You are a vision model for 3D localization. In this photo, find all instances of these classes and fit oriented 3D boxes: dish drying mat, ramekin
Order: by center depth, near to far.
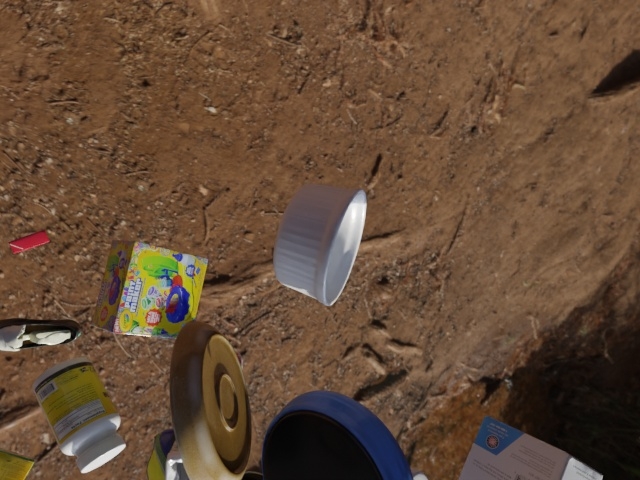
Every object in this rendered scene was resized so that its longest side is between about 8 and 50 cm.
[{"bbox_3d":[0.000,0.000,1.055,0.277,0.135,0.277,16,90,-75],"label":"ramekin"},{"bbox_3d":[-0.729,0.003,1.141,0.083,0.008,0.032,-24,102,-22],"label":"dish drying mat"}]

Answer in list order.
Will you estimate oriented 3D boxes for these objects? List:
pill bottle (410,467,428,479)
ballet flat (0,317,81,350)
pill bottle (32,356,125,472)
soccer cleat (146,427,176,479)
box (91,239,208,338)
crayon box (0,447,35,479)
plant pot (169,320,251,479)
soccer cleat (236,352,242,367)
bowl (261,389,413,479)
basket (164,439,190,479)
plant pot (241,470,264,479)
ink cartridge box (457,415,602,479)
[{"bbox_3d":[0.127,0.655,1.186,0.161,0.283,0.161,10,77,-48],"label":"pill bottle"},{"bbox_3d":[-0.860,0.277,1.344,0.280,0.096,0.095,-1,99,-37],"label":"ballet flat"},{"bbox_3d":[-0.785,0.571,1.500,0.188,0.334,0.188,-34,163,-12],"label":"pill bottle"},{"bbox_3d":[-0.421,0.663,1.231,0.093,0.121,0.289,49,33,-52],"label":"soccer cleat"},{"bbox_3d":[-0.572,0.170,1.544,0.279,0.177,0.290,19,78,-45],"label":"box"},{"bbox_3d":[-0.847,0.546,1.048,0.278,0.081,0.165,34,58,-24],"label":"crayon box"},{"bbox_3d":[-0.138,0.222,0.622,0.032,0.236,0.236,-14,121,4],"label":"plant pot"},{"bbox_3d":[-0.381,0.649,2.001,0.143,0.331,0.116,28,124,-11],"label":"soccer cleat"},{"bbox_3d":[0.022,0.538,1.009,0.077,0.391,0.391,-8,110,-52],"label":"bowl"},{"bbox_3d":[-0.281,0.531,1.010,0.113,0.103,0.167,3,93,-10],"label":"basket"},{"bbox_3d":[-0.268,0.929,1.586,0.237,0.254,0.237,6,65,-14],"label":"plant pot"},{"bbox_3d":[0.403,0.567,0.954,0.129,0.223,0.307,34,77,-21],"label":"ink cartridge box"}]
